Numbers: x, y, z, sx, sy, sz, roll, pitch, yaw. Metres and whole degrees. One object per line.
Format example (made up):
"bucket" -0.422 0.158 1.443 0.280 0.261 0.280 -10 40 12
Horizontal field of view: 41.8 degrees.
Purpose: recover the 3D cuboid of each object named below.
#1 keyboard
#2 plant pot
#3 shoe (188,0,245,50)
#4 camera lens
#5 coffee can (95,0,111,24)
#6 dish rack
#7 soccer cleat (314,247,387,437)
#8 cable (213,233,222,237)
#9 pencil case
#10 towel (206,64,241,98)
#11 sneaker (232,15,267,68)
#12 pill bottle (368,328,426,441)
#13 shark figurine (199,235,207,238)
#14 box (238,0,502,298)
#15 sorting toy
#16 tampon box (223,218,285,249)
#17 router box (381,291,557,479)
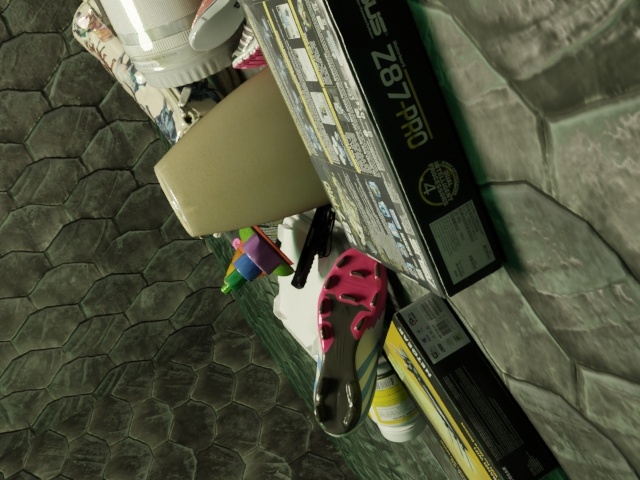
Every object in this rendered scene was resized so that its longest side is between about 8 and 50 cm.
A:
"keyboard" 0.000 0.000 1.492 0.038 0.192 0.100 18 180 -13
"plant pot" -0.118 -0.127 1.355 0.257 0.274 0.256 56 166 21
"shoe" -0.144 -0.367 1.235 0.063 0.178 0.081 4 -132 -51
"camera lens" -0.248 -0.414 1.356 0.219 0.219 0.274 42 157 57
"coffee can" -0.369 -0.568 1.547 0.275 0.201 0.201 66 167 -23
"dish rack" -0.019 0.089 1.644 0.333 0.072 0.286 -143 54 -65
"soccer cleat" 0.052 0.174 1.465 0.143 0.116 0.332 25 -105 -74
"cable" -0.178 -0.150 1.739 0.072 0.287 0.139 23 -169 -19
"pencil case" -0.342 -0.348 1.718 0.410 0.160 0.183 49 169 13
"towel" -0.202 -0.308 1.820 0.187 0.049 0.282 46 161 52
"sneaker" -0.095 -0.322 1.288 0.170 0.063 0.075 -33 70 62
"pill bottle" 0.134 0.285 1.626 0.119 0.119 0.209 43 158 56
"shark figurine" -0.154 -0.058 1.966 0.166 0.278 0.116 -30 -54 -75
"box" 0.051 -0.145 1.047 0.395 0.097 0.318 65 166 -18
"sorting toy" -0.130 0.047 1.482 0.127 0.126 0.365 46 180 -3
"tampon box" -0.134 -0.069 1.781 0.120 0.101 0.161 46 124 47
"router box" 0.216 0.254 1.307 0.309 0.081 0.243 57 168 18
